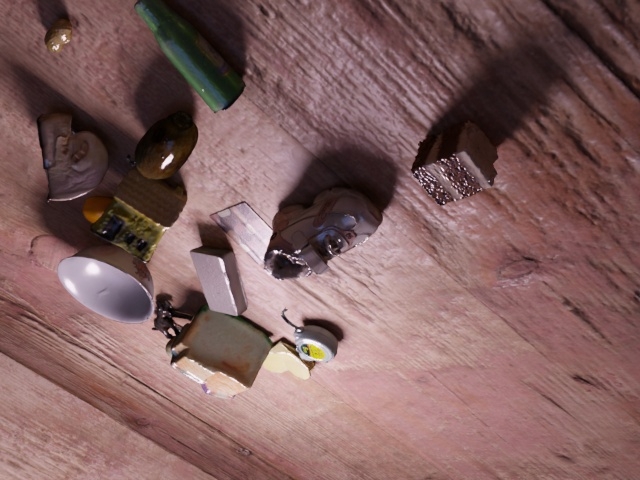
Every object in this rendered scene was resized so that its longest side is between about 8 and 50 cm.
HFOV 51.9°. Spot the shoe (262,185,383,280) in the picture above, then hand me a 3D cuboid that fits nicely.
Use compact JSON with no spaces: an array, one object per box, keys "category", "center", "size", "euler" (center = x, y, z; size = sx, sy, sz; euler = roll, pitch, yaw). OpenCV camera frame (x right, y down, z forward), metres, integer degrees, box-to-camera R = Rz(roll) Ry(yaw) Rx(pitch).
[{"category":"shoe","center":[0.002,0.002,1.739],"size":[0.350,0.198,0.172],"euler":[-18,130,40]}]

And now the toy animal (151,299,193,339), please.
[{"category":"toy animal","center":[-0.559,0.292,2.425],"size":[0.148,0.084,0.233],"euler":[39,145,4]}]

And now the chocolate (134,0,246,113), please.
[{"category":"chocolate","center":[-0.295,-0.424,1.469],"size":[0.110,0.110,0.291],"euler":[-20,123,39]}]

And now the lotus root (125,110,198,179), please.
[{"category":"lotus root","center":[-0.397,-0.239,1.697],"size":[0.123,0.124,0.241],"euler":[49,138,-9]}]

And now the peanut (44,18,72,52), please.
[{"category":"peanut","center":[-0.628,-0.489,1.576],"size":[0.054,0.054,0.113],"euler":[40,139,-22]}]

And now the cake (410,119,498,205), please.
[{"category":"cake","center":[0.301,-0.174,1.457],"size":[0.134,0.135,0.147],"euler":[43,136,-21]}]

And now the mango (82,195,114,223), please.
[{"category":"mango","center":[-0.638,-0.084,2.014],"size":[0.183,0.085,0.102],"euler":[13,139,2]}]

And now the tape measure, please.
[{"category":"tape measure","center":[-0.034,0.292,2.171],"size":[0.163,0.084,0.330],"euler":[4,139,16]}]

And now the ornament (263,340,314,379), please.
[{"category":"ornament","center":[-0.129,0.423,2.389],"size":[0.201,0.059,0.180],"euler":[6,135,20]}]

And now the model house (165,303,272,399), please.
[{"category":"model house","center":[-0.382,0.407,2.353],"size":[0.312,0.245,0.280],"euler":[34,147,-13]}]

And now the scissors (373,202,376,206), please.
[{"category":"scissors","center":[0.108,-0.095,1.734],"size":[0.083,0.006,0.036],"euler":[17,141,9]}]

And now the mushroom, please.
[{"category":"mushroom","center":[-0.692,-0.239,1.846],"size":[0.162,0.173,0.237],"euler":[-158,63,-65]}]

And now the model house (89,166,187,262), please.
[{"category":"model house","center":[-0.509,-0.090,1.895],"size":[0.193,0.175,0.234],"euler":[33,98,-11]}]

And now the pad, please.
[{"category":"pad","center":[-0.204,-0.016,1.962],"size":[0.158,0.003,0.235],"euler":[-18,127,37]}]

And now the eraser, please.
[{"category":"eraser","center":[-0.321,0.133,2.127],"size":[0.111,0.077,0.353],"euler":[11,140,16]}]

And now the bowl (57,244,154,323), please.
[{"category":"bowl","center":[-0.684,0.114,2.200],"size":[0.345,0.157,0.346],"euler":[12,139,11]}]
